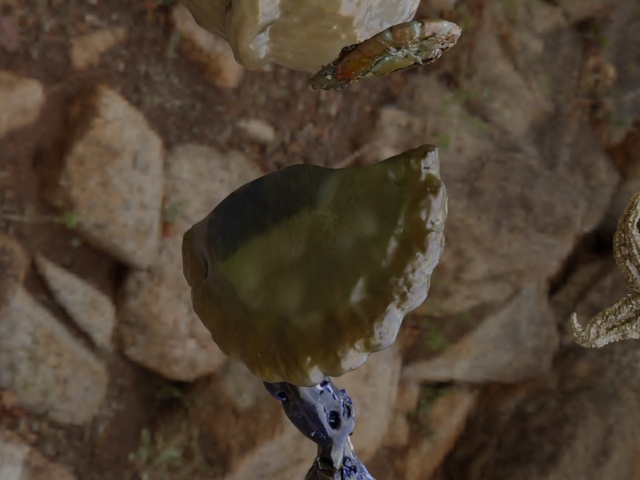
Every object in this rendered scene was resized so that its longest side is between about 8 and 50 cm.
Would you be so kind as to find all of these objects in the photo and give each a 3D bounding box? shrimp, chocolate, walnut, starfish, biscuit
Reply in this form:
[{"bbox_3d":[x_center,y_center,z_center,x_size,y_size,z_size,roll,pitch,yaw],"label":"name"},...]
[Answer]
[{"bbox_3d":[0.060,-0.193,1.395,0.091,0.184,0.043,3,73,-48],"label":"shrimp"},{"bbox_3d":[0.006,0.261,1.793,0.148,0.126,0.343,-103,179,-64],"label":"chocolate"},{"bbox_3d":[-0.027,-0.391,1.756,0.381,0.381,0.381,8,90,-88],"label":"walnut"},{"bbox_3d":[0.511,0.079,1.911,0.299,0.302,0.060,-50,176,15],"label":"starfish"},{"bbox_3d":[0.000,0.000,1.543,0.335,0.329,0.078,-46,139,-9],"label":"biscuit"}]
